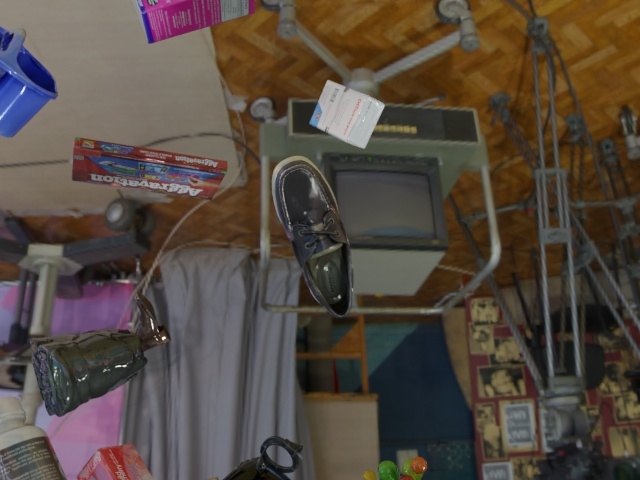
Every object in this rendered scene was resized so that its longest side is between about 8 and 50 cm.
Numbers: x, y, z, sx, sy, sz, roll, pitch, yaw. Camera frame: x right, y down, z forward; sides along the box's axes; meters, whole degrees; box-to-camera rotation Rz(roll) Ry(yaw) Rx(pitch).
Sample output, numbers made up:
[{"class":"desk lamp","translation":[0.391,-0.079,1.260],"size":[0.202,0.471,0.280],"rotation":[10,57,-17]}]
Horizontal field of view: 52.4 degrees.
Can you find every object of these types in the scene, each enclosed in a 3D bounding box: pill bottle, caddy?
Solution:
[{"class":"pill bottle","translation":[-0.591,0.474,1.258],"size":[0.176,0.319,0.176],"rotation":[-30,163,-10]},{"class":"caddy","translation":[-0.664,-0.363,1.327],"size":[0.179,0.341,0.241],"rotation":[-46,124,2]}]

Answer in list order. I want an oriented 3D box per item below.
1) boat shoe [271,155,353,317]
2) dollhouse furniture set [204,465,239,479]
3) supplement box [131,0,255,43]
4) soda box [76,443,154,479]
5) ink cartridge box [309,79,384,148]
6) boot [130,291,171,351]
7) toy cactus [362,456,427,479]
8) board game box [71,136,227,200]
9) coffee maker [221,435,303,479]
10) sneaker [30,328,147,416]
[{"class":"boat shoe","translation":[0.000,0.000,1.065],"size":[0.102,0.092,0.286],"rotation":[-20,117,-9]},{"class":"dollhouse furniture set","translation":[-0.216,0.448,0.907],"size":[0.301,0.152,0.197],"rotation":[-16,178,-4]},{"class":"supplement box","translation":[-0.242,-0.473,1.224],"size":[0.219,0.111,0.114],"rotation":[-21,170,-12]},{"class":"soda box","translation":[-0.340,0.505,1.200],"size":[0.083,0.263,0.092],"rotation":[-53,148,13]},{"class":"ink cartridge box","translation":[0.077,-0.381,1.962],"size":[0.085,0.148,0.203],"rotation":[15,-165,-42]},{"class":"boot","translation":[-0.322,0.152,1.076],"size":[0.114,0.037,0.107],"rotation":[-26,110,-1]},{"class":"toy cactus","translation":[0.130,0.382,0.873],"size":[0.112,0.181,0.219],"rotation":[-33,166,-23]},{"class":"board game box","translation":[-0.336,-0.136,1.275],"size":[0.281,0.027,0.145],"rotation":[7,159,-20]},{"class":"coffee maker","translation":[-0.107,0.304,0.649],"size":[0.120,0.171,0.178],"rotation":[9,-163,29]},{"class":"sneaker","translation":[-0.307,0.167,0.862],"size":[0.130,0.109,0.286],"rotation":[-15,-177,-30]}]
